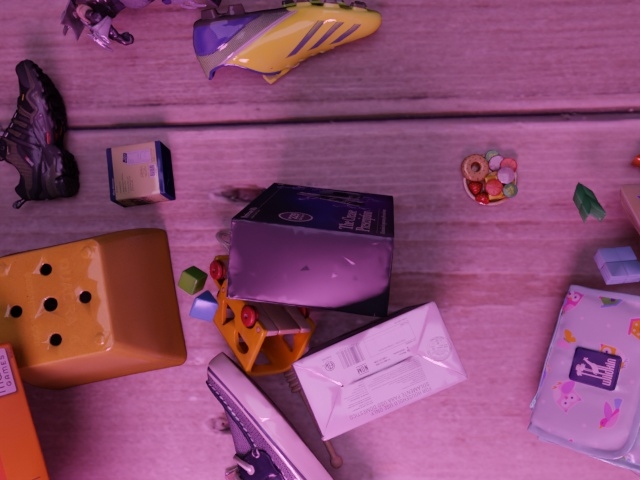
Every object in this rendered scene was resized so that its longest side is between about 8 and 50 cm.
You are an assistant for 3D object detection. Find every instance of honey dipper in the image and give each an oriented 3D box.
[{"bbox_3d":[-0.008,0.252,0.895,0.031,0.030,0.160,-28,84,0],"label":"honey dipper"}]

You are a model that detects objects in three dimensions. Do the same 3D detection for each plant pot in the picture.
[{"bbox_3d":[-0.328,0.091,0.857,0.212,0.187,0.212,-12,81,3],"label":"plant pot"}]

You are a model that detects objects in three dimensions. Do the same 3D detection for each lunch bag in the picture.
[{"bbox_3d":[0.425,0.191,0.811,0.263,0.160,0.223,17,83,13],"label":"lunch bag"}]

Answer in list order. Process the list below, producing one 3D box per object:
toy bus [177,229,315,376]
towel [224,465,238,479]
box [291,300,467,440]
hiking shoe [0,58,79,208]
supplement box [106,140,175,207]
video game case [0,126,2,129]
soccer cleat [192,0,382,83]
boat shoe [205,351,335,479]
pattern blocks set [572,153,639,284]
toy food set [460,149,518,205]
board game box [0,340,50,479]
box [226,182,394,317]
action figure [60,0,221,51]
[{"bbox_3d":[-0.102,0.099,0.879,0.191,0.202,0.104,25,115,0],"label":"toy bus"},{"bbox_3d":[-0.095,0.358,0.894,0.060,0.009,0.083,-29,82,-1],"label":"towel"},{"bbox_3d":[0.067,0.149,0.772,0.169,0.290,0.087,-23,83,-2],"label":"box"},{"bbox_3d":[-0.452,-0.166,0.950,0.114,0.086,0.226,-15,82,-2],"label":"hiking shoe"},{"bbox_3d":[-0.272,-0.100,0.945,0.083,0.056,0.083,-8,82,2],"label":"supplement box"},{"bbox_3d":[-0.585,-0.185,1.000,0.122,0.011,0.087,38,86,8],"label":"video game case"},{"bbox_3d":[-0.050,-0.307,0.958,0.290,0.093,0.121,-6,112,-1],"label":"soccer cleat"},{"bbox_3d":[-0.079,0.324,0.828,0.158,0.127,0.340,-39,86,-11],"label":"boat shoe"},{"bbox_3d":[0.510,-0.021,0.835,0.325,0.026,0.285,4,51,1],"label":"pattern blocks set"},{"bbox_3d":[0.255,-0.094,0.928,0.083,0.020,0.083,-11,81,2],"label":"toy food set"},{"bbox_3d":[-0.535,0.362,0.679,0.356,0.357,0.356,-27,80,38],"label":"board game box"},{"bbox_3d":[0.000,0.000,0.803,0.185,0.261,0.103,4,104,5],"label":"box"},{"bbox_3d":[-0.283,-0.378,0.938,0.285,0.099,0.185,-6,68,31],"label":"action figure"}]
